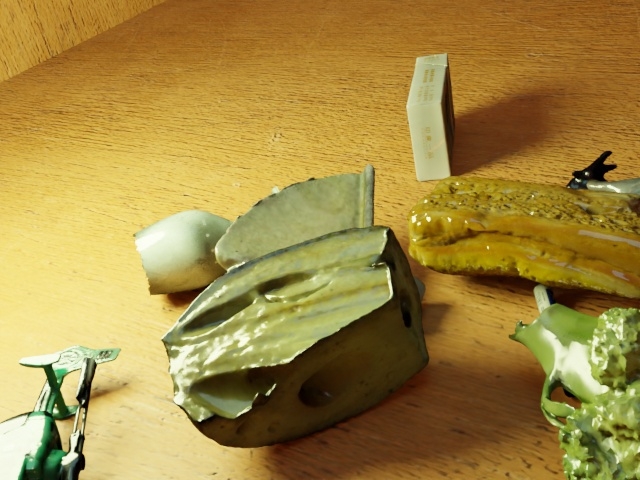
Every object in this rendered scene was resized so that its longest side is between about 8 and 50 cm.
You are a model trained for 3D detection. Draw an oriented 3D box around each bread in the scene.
[{"bbox_3d":[0.310,-0.007,1.126,0.380,0.109,0.185,8,28,34],"label":"bread"}]

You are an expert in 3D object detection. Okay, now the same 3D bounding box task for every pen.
[{"bbox_3d":[0.293,0.119,1.044,0.025,0.025,0.204,-8,31,8],"label":"pen"}]

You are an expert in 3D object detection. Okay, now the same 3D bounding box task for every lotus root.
[{"bbox_3d":[-0.021,0.123,1.019,0.313,0.142,0.210,-21,46,0],"label":"lotus root"}]

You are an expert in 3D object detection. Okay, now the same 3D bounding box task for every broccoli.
[{"bbox_3d":[0.319,0.107,0.833,0.254,0.186,0.302,-35,43,16],"label":"broccoli"}]

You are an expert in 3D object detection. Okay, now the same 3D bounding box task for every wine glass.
[{"bbox_3d":[-0.163,0.003,1.313,0.241,0.127,0.126,-16,30,-10],"label":"wine glass"}]

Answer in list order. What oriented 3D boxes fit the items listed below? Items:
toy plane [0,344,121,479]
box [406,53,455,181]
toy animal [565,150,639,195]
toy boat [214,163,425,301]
[{"bbox_3d":[-0.347,0.248,1.009,0.155,0.107,0.382,-5,30,1],"label":"toy plane"},{"bbox_3d":[0.204,-0.228,1.531,0.066,0.150,0.233,-2,32,12],"label":"box"},{"bbox_3d":[0.497,-0.063,1.197,0.324,0.091,0.195,5,41,34],"label":"toy animal"},{"bbox_3d":[-0.012,0.019,1.197,0.275,0.111,0.294,-7,42,-15],"label":"toy boat"}]
